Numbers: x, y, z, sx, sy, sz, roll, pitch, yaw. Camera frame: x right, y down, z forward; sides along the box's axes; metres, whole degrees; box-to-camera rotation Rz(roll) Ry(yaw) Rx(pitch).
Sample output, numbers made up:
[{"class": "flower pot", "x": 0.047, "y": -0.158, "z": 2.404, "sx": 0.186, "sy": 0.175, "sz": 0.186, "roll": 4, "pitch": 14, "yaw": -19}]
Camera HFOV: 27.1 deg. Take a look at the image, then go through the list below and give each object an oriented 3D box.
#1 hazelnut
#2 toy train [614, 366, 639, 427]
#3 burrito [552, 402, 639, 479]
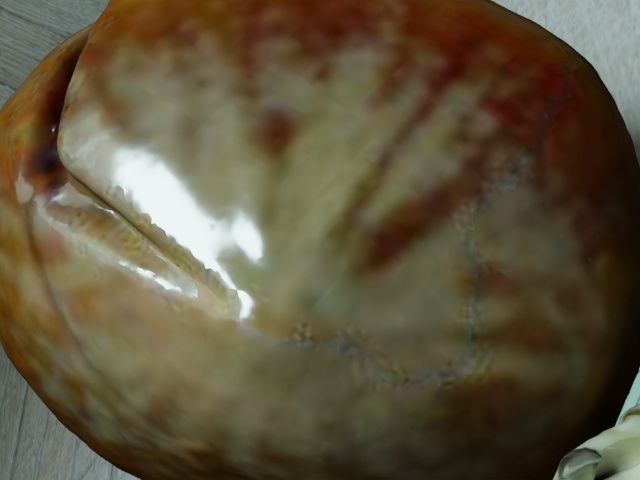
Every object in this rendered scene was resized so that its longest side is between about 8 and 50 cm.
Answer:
[{"class": "hazelnut", "x": 0.000, "y": 0.000, "z": 0.793, "sx": 0.359, "sy": 0.409, "sz": 0.359, "roll": -164, "pitch": 90, "yaw": -85}, {"class": "toy train", "x": 0.205, "y": 0.100, "z": 0.658, "sx": 0.407, "sy": 0.086, "sz": 0.088, "roll": -67, "pitch": 26, "yaw": 1}, {"class": "burrito", "x": 0.217, "y": 0.151, "z": 0.462, "sx": 0.190, "sy": 0.135, "sz": 0.332, "roll": -21, "pitch": 19, "yaw": -4}]
